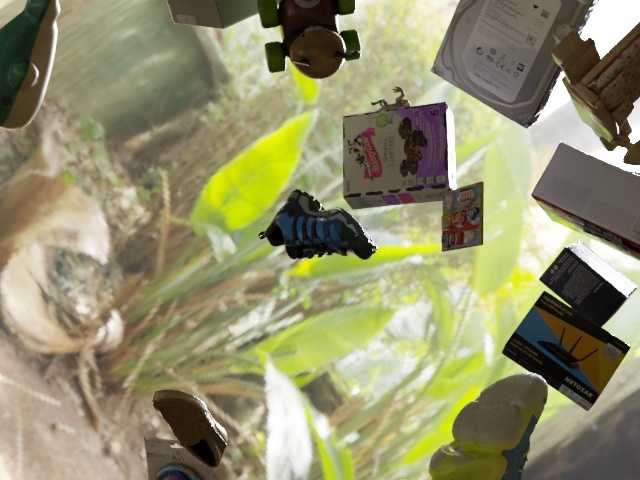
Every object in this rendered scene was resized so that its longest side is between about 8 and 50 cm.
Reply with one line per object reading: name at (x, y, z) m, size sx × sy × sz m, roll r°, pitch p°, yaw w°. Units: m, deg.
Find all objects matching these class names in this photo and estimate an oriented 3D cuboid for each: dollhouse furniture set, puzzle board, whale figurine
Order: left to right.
whale figurine at (-0.564, -0.340, 1.850) m, size 0.141 × 0.272 × 0.216 m, roll 17°, pitch 19°, yaw -24°
puzzle board at (0.216, -0.035, 1.554) m, size 0.128 × 0.011 × 0.096 m, roll 166°, pitch -74°, yaw -69°
dollhouse furniture set at (0.477, -0.213, 1.212) m, size 0.174 × 0.303 × 0.355 m, roll 48°, pitch 9°, yaw 27°

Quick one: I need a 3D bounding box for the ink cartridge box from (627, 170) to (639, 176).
ink cartridge box at (0.723, -0.116, 2.323) m, size 0.115 × 0.067 × 0.198 m, roll 16°, pitch -2°, yaw -41°

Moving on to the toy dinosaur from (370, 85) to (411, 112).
toy dinosaur at (0.178, -0.291, 2.226) m, size 0.092 × 0.183 × 0.053 m, roll 75°, pitch 17°, yaw -59°

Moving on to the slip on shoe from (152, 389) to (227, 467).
slip on shoe at (-0.152, 0.219, 1.177) m, size 0.135 × 0.051 × 0.041 m, roll 60°, pitch 27°, yaw -46°

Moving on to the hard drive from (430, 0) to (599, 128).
hard drive at (0.369, -0.409, 1.902) m, size 0.237 × 0.064 × 0.339 m, roll 35°, pitch -52°, yaw 17°

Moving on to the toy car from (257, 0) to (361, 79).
toy car at (-0.008, -0.314, 1.582) m, size 0.188 × 0.155 × 0.149 m, roll -108°, pitch -172°, yaw -63°

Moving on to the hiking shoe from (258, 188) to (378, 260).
hiking shoe at (0.000, 0.000, 2.032) m, size 0.113 × 0.132 × 0.304 m, roll 48°, pitch -12°, yaw -32°

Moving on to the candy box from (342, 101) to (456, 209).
candy box at (0.140, -0.151, 1.822) m, size 0.070 × 0.196 × 0.165 m, roll 44°, pitch 43°, yaw -65°

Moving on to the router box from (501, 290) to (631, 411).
router box at (0.427, 0.191, 1.762) m, size 0.179 × 0.133 × 0.046 m, roll 34°, pitch -21°, yaw 15°

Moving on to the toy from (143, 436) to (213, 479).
toy at (-0.249, 0.464, 1.741) m, size 0.056 × 0.137 × 0.237 m, roll -27°, pitch 114°, yaw -63°

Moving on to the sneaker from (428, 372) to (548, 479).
sneaker at (0.193, 0.267, 1.150) m, size 0.126 × 0.240 × 0.091 m, roll 47°, pitch -9°, yaw -23°

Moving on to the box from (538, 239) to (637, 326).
box at (0.548, 0.088, 2.064) m, size 0.158 × 0.093 × 0.156 m, roll 41°, pitch 20°, yaw 16°

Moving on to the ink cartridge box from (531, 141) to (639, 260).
ink cartridge box at (0.617, -0.046, 2.041) m, size 0.309 × 0.130 × 0.272 m, roll 29°, pitch 0°, yaw 29°

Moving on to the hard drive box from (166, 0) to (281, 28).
hard drive box at (-0.138, -0.463, 1.799) m, size 0.181 × 0.232 × 0.089 m, roll 22°, pitch -45°, yaw 51°
